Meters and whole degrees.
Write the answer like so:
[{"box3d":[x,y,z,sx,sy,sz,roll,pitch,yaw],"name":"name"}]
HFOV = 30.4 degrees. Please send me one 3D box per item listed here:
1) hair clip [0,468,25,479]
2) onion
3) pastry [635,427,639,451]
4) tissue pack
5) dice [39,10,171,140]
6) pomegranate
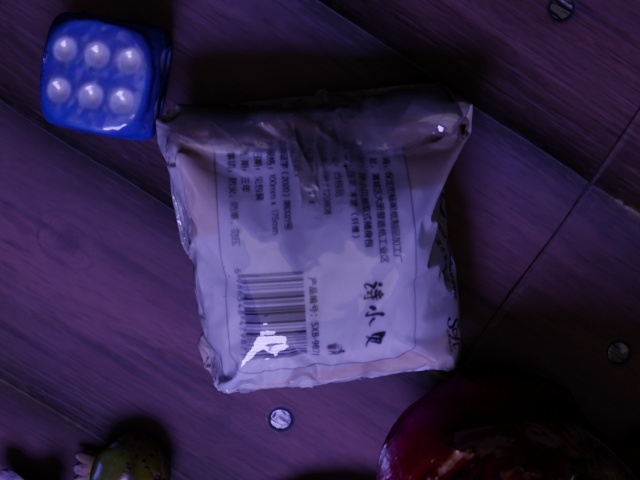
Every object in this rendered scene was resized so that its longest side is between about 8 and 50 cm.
[{"box3d":[-0.338,0.392,1.618,0.257,0.075,0.146,26,143,-10],"name":"hair clip"},{"box3d":[0.219,0.394,1.478,0.398,0.398,0.420,29,114,-5],"name":"onion"},{"box3d":[0.453,0.298,1.584,0.057,0.097,0.109,-7,64,12],"name":"pastry"},{"box3d":[0.000,0.000,1.474,0.390,0.195,0.375,-3,101,-3],"name":"tissue pack"},{"box3d":[-0.263,-0.206,1.462,0.143,0.146,0.146,9,98,1],"name":"dice"},{"box3d":[-0.274,0.314,1.600,0.142,0.114,0.114,6,104,29],"name":"pomegranate"}]
